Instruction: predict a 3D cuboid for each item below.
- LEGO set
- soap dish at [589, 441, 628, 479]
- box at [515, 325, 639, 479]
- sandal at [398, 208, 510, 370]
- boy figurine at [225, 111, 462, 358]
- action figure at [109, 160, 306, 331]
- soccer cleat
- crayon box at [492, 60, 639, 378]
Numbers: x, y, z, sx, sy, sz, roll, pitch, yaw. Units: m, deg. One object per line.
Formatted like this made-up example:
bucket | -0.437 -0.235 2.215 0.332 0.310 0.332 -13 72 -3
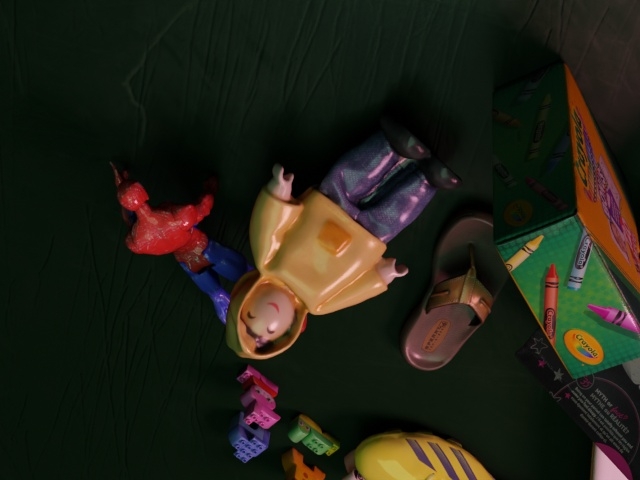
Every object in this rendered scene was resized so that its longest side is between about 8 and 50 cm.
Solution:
LEGO set | -0.032 0.259 1.703 0.227 0.093 0.087 39 119 -19
soap dish | 0.414 0.304 1.638 0.228 0.118 0.291 16 128 27
box | 0.346 0.155 1.463 0.142 0.247 0.163 -50 149 15
sandal | 0.143 0.064 1.577 0.090 0.060 0.219 22 123 -9
boy figurine | 0.000 0.000 1.479 0.285 0.092 0.177 -44 111 2
action figure | -0.125 -0.007 1.549 0.091 0.139 0.280 -27 139 18
soccer cleat | 0.166 0.313 1.704 0.289 0.121 0.093 31 121 -15
crayon box | 0.230 -0.026 1.378 0.081 0.278 0.165 -23 119 20
